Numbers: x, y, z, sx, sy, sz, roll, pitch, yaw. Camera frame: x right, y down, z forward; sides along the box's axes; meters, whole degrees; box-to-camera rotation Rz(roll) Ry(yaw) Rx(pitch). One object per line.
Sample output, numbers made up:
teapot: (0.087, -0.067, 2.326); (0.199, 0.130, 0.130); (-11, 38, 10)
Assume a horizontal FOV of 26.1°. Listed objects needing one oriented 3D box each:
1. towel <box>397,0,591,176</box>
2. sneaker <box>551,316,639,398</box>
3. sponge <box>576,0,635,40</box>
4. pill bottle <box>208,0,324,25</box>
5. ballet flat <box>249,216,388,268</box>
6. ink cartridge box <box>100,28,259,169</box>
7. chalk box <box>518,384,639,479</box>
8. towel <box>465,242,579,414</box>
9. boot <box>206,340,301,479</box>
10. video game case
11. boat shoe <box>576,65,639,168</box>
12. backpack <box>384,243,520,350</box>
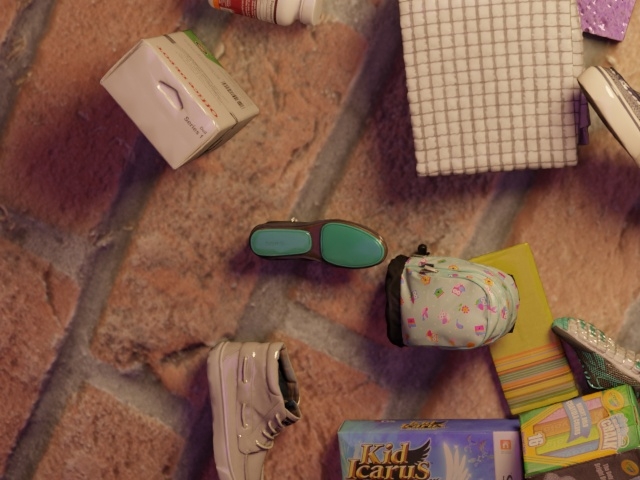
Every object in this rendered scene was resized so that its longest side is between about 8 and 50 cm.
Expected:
towel: (0.231, -0.233, 1.828); (0.235, 0.121, 0.283); (-5, 114, 10)
sneaker: (0.387, 0.172, 1.933); (0.166, 0.065, 0.076); (34, 112, 5)
sponge: (0.320, -0.348, 1.849); (0.210, 0.031, 0.117); (16, 106, 9)
pill bottle: (-0.073, -0.346, 1.910); (0.152, 0.086, 0.086); (15, 105, 8)
ballet flat: (0.000, 0.000, 1.977); (0.203, 0.074, 0.074); (4, 103, 11)
ink cartridge box: (-0.189, -0.198, 1.898); (0.092, 0.219, 0.160); (-40, 91, 17)
chalk box: (0.396, 0.296, 1.901); (0.213, 0.132, 0.132); (-17, 123, 14)
towel: (0.285, 0.126, 1.968); (0.102, 0.021, 0.237); (-18, 97, 12)
boot: (-0.088, 0.274, 2.042); (0.123, 0.095, 0.258); (-5, 100, 21)
video game case: (0.168, 0.386, 2.029); (0.270, 0.061, 0.244); (-3, 100, 13)
boat shoe: (0.479, -0.137, 1.778); (0.158, 0.127, 0.340); (-39, 121, 12)
backpack: (0.182, 0.093, 1.917); (0.182, 0.115, 0.152); (4, 106, 29)
